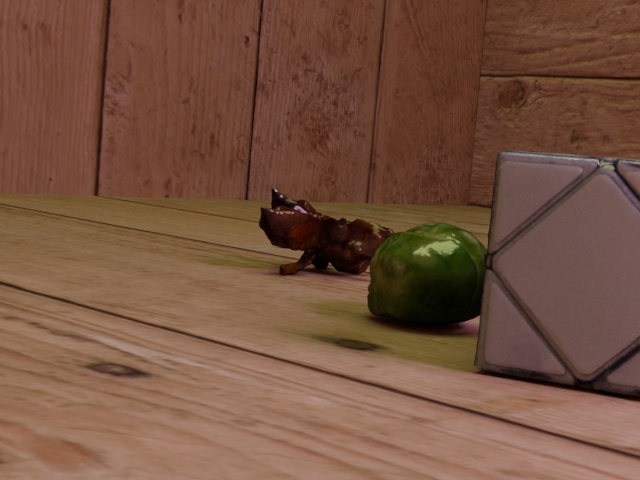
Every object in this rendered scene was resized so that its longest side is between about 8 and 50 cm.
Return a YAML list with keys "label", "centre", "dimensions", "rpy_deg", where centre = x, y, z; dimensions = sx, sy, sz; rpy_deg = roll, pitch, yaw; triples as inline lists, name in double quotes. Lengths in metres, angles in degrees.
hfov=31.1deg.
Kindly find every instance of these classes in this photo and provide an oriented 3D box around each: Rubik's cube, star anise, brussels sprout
- label: "Rubik's cube"
  centre: [0.277, 0.026, 1.068]
  dimensions: [0.207, 0.205, 0.205]
  rpy_deg: [9, 6, 25]
- label: "star anise"
  centre: [0.000, -0.005, 1.698]
  dimensions: [0.212, 0.111, 0.196]
  rpy_deg: [12, 9, -12]
- label: "brussels sprout"
  centre: [0.126, 0.037, 1.290]
  dimensions: [0.155, 0.117, 0.155]
  rpy_deg: [7, 15, -2]
